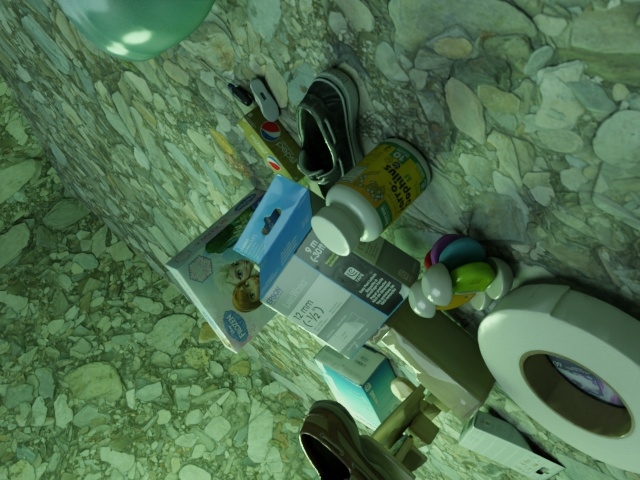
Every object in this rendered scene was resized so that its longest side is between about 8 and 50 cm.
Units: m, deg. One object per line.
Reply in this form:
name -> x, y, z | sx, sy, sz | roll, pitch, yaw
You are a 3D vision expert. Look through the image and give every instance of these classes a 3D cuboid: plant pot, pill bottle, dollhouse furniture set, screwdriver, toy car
plant pot -> -0.270, -0.460, 1.015 | 0.196, 0.293, 0.293 | -7, 127, 30
pill bottle -> 0.084, -0.073, 1.077 | 0.118, 0.208, 0.117 | 38, 155, 21
dollhouse furniture set -> 0.182, 0.348, 1.438 | 0.256, 0.362, 0.394 | 41, 128, 10
screwdriver -> -0.211, -0.350, 1.371 | 0.170, 0.024, 0.025 | 43, -174, 14
toy car -> 0.245, 0.057, 1.136 | 0.182, 0.159, 0.136 | 112, 150, -67

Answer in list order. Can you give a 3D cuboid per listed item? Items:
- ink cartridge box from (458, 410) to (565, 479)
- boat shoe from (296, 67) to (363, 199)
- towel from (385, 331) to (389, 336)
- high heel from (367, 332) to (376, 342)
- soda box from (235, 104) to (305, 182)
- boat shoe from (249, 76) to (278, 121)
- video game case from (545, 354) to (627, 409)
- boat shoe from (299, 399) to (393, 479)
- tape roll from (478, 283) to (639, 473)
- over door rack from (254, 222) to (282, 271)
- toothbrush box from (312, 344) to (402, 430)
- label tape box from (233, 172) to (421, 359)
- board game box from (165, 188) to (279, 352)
ink cartridge box -> 0.484, 0.527, 1.601 | 0.233, 0.066, 0.189 | 19, 150, 10
boat shoe -> 0.004, -0.165, 1.178 | 0.121, 0.119, 0.335 | 33, 154, 29
towel -> 0.104, 0.156, 1.640 | 0.285, 0.034, 0.209 | 35, 154, 25
high heel -> 0.058, 0.174, 1.647 | 0.244, 0.082, 0.117 | 37, -173, -3
soda box -> -0.098, -0.206, 1.360 | 0.181, 0.061, 0.058 | 51, 156, -10
boat shoe -> -0.118, -0.293, 1.297 | 0.100, 0.035, 0.035 | 58, -178, -33
video game case -> 0.493, 0.280, 1.192 | 0.196, 0.026, 0.274 | 9, 136, 55
boat shoe -> 0.054, 0.487, 1.279 | 0.123, 0.116, 0.324 | -32, 93, 37
tape roll -> 0.452, 0.240, 1.075 | 0.392, 0.072, 0.392 | 38, 156, 20
over door rack -> 0.025, 0.061, 1.471 | 0.324, 0.108, 0.239 | 30, 149, -1
toothbrush box -> 0.134, 0.456, 1.957 | 0.216, 0.126, 0.295 | 20, 145, 45
label tape box -> -0.008, 0.058, 1.298 | 0.348, 0.115, 0.249 | 32, 127, -5
board game box -> -0.202, 0.083, 1.681 | 0.066, 0.318, 0.318 | 17, 144, 49
